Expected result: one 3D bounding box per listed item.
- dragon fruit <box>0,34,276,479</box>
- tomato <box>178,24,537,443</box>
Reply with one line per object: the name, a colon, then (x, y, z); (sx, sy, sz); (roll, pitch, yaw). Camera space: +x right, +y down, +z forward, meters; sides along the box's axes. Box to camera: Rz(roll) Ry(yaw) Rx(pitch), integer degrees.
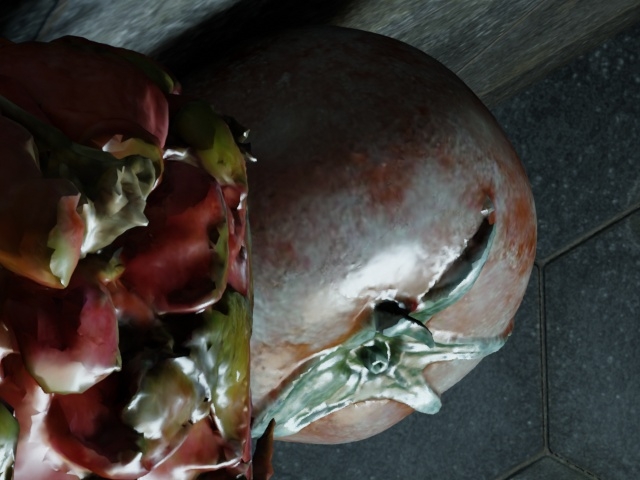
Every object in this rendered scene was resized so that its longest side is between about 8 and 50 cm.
dragon fruit: (-0.170, 0.020, 0.587); (0.296, 0.314, 0.263); (-8, 158, -2)
tomato: (0.000, 0.000, 0.983); (0.317, 0.282, 0.316); (-16, 141, -14)
